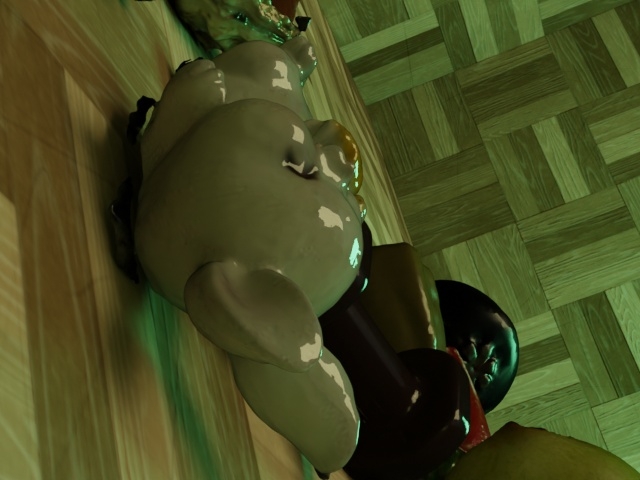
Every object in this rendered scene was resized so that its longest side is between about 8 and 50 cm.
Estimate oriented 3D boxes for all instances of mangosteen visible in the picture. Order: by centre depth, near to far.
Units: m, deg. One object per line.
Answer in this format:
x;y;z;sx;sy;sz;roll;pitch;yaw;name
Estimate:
0.190;0.170;1.702;0.243;0.243;0.243;-21;90;-82;mangosteen

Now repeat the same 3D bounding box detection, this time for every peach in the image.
0.244;0.367;1.167;0.314;0.281;0.315;56;28;-54;peach

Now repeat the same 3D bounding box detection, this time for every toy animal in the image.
-0.044;-0.012;0.736;0.208;0.154;0.325;69;12;-52;toy animal

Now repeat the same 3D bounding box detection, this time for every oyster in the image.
-0.118;-0.277;1.175;0.354;0.107;0.201;51;-4;-30;oyster

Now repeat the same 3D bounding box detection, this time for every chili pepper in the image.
0.159;0.276;1.425;0.338;0.134;0.131;-104;-167;-62;chili pepper

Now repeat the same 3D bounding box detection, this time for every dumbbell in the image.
0.026;0.089;0.918;0.225;0.124;0.140;55;26;-29;dumbbell

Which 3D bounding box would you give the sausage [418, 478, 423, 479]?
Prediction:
0.052;0.215;1.137;0.301;0.066;0.066;63;10;-50;sausage

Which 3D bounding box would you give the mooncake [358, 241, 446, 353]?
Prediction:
0.094;0.109;1.367;0.235;0.117;0.235;-6;90;-89;mooncake

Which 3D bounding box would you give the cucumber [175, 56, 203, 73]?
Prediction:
-0.107;-0.113;0.988;0.033;0.034;0.135;67;7;-53;cucumber

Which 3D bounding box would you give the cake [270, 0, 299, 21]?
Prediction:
-0.064;-0.338;1.412;0.262;0.159;0.158;61;8;-54;cake
